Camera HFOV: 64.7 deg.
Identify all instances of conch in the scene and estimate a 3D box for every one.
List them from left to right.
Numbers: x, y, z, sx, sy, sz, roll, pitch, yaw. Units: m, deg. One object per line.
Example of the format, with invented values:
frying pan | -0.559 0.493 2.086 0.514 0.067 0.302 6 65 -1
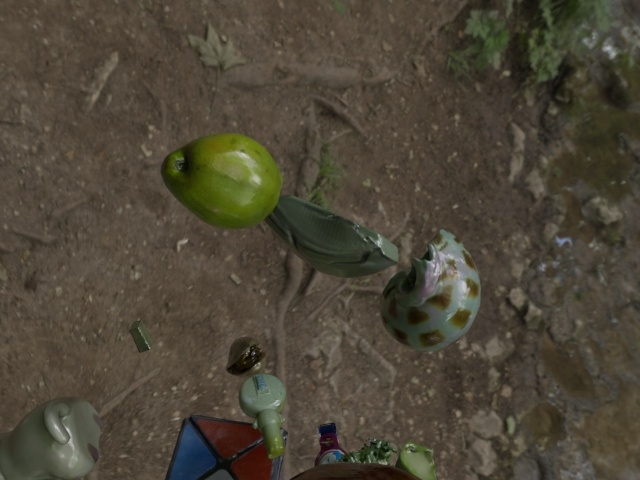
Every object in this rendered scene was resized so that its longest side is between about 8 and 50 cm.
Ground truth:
conch | 0.246 0.125 1.120 0.197 0.368 0.249 29 80 3

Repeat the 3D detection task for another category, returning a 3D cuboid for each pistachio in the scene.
pistachio | -0.227 0.358 1.530 0.131 0.206 0.130 -36 86 -16

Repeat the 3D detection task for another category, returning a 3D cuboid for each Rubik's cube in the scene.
Rubik's cube | -0.268 0.715 1.430 0.306 0.310 0.305 8 34 -2

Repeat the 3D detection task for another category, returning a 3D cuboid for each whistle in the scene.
whistle | -0.113 0.360 1.061 0.104 0.057 0.198 -5 32 -15

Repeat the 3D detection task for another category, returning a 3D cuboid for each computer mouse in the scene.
computer mouse | -0.004 0.002 1.338 0.428 0.228 0.146 23 84 23

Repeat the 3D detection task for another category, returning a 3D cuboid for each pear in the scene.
pear | -0.184 -0.115 0.951 0.219 0.187 0.188 23 58 -33

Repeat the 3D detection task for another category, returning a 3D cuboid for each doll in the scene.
doll | -0.727 0.547 1.293 0.226 0.370 0.215 47 11 -45

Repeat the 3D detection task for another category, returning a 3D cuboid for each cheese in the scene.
cheese | 0.043 0.814 1.895 0.062 0.155 0.244 38 39 -62

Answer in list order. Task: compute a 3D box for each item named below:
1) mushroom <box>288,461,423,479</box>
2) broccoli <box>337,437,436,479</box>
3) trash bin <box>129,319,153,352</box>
mushroom | 0.045 0.369 0.580 0.263 0.283 0.195 -5 102 -47
broccoli | 0.095 0.523 0.928 0.249 0.302 0.375 -6 23 7
trash bin | -0.608 0.324 1.716 0.043 0.061 0.092 -18 112 -1
